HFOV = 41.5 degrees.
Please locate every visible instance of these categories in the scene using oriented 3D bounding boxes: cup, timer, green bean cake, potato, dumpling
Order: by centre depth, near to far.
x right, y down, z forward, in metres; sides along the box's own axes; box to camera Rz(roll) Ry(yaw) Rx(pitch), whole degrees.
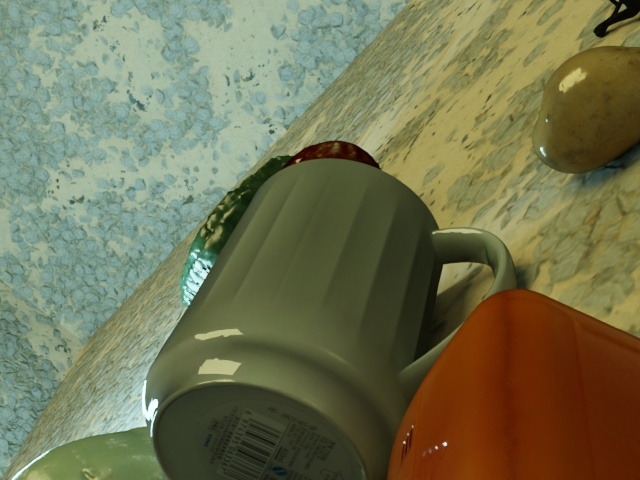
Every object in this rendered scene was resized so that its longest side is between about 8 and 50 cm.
[{"bbox_3d":[0.107,0.193,0.488,0.250,0.161,0.257,-59,7,32],"label":"timer"},{"bbox_3d":[0.025,0.092,0.815,0.322,0.237,0.327,-9,30,21],"label":"cup"},{"bbox_3d":[0.270,-0.129,0.825,0.147,0.112,0.112,-50,12,27],"label":"potato"},{"bbox_3d":[-0.248,0.362,0.982,0.212,0.270,0.321,-14,-55,-67],"label":"dumpling"},{"bbox_3d":[-0.094,-0.008,1.413,0.308,0.169,0.300,-55,2,-24],"label":"green bean cake"}]

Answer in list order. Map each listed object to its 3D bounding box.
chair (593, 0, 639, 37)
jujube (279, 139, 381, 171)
[{"bbox_3d":[0.383,-0.354,1.000,0.113,0.106,0.229,-58,9,-16],"label":"chair"},{"bbox_3d":[0.000,0.000,1.169,0.197,0.197,0.290,-24,43,60],"label":"jujube"}]
